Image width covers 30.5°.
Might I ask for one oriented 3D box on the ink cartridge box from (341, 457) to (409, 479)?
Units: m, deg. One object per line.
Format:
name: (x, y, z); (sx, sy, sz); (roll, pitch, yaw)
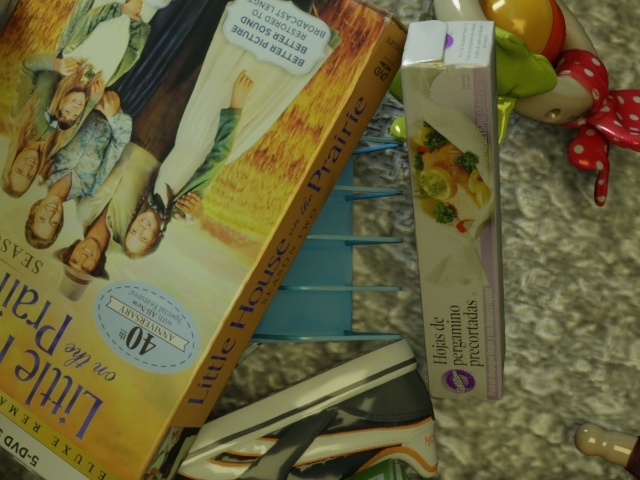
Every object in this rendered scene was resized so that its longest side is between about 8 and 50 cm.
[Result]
ink cartridge box: (0.034, 0.323, 0.885); (0.188, 0.097, 0.255); (-27, 103, 8)

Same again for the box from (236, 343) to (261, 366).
box: (-0.118, 0.058, 1.010); (0.094, 0.027, 0.137); (-41, 94, -3)

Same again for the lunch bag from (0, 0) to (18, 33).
lunch bag: (-0.425, -0.170, 0.869); (0.385, 0.328, 0.239); (-11, 92, -3)

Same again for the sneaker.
sneaker: (-0.055, 0.195, 0.961); (0.321, 0.126, 0.128); (-21, 86, -1)

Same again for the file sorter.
file sorter: (0.000, 0.000, 0.959); (0.118, 0.104, 0.170); (2, 88, -32)

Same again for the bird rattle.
bird rattle: (0.181, -0.152, 0.963); (0.253, 0.143, 0.207); (3, 58, -28)

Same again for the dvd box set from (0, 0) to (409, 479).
dvd box set: (-0.159, -0.041, 0.907); (0.307, 0.062, 0.420); (31, 93, 23)

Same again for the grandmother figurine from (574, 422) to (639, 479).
grandmother figurine: (0.261, 0.257, 0.975); (0.342, 0.104, 0.208); (-7, 92, -1)

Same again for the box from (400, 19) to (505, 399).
box: (0.107, -0.012, 0.903); (0.063, 0.067, 0.324); (2, 130, 13)
